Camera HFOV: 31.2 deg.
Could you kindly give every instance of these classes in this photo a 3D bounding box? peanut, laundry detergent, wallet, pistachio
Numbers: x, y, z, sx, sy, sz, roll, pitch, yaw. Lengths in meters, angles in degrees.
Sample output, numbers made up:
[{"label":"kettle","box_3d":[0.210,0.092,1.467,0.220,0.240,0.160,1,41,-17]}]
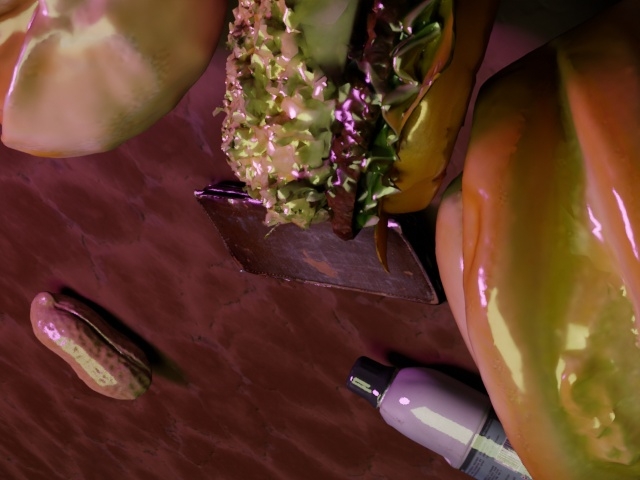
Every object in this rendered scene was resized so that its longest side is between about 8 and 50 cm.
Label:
[{"label":"peanut","box_3d":[-0.277,0.127,1.376,0.174,0.080,0.080,42,146,-6]},{"label":"laundry detergent","box_3d":[0.129,0.177,1.103,0.226,0.070,0.099,26,152,10]},{"label":"wallet","box_3d":[0.000,0.000,1.024,0.232,0.031,0.122,10,144,34]},{"label":"pistachio","box_3d":[-0.170,-0.176,0.774,0.230,0.230,0.309,43,162,-14]}]

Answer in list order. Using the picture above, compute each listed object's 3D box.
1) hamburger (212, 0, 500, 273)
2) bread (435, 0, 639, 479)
[{"label":"hamburger","box_3d":[0.024,-0.122,0.645,0.139,0.261,0.243,16,148,2]},{"label":"bread","box_3d":[0.207,0.023,0.629,0.315,0.270,0.211,61,177,-31]}]
